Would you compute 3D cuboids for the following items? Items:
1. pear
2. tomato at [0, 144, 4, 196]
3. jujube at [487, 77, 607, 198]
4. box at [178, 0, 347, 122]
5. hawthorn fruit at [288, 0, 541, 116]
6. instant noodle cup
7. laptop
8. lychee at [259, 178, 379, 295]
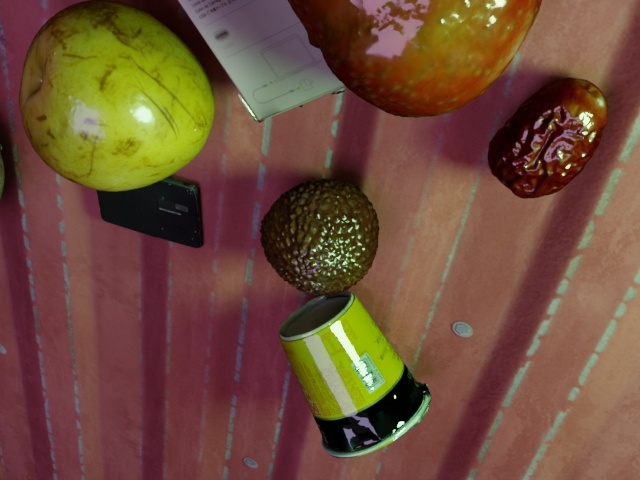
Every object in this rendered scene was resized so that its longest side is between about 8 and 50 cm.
[{"bbox_3d":[-0.298,-0.206,1.342,0.281,0.280,0.280,15,133,17],"label":"pear"},{"bbox_3d":[-0.737,-0.122,1.659,0.317,0.282,0.316,10,140,8],"label":"tomato"},{"bbox_3d":[0.295,-0.131,1.185,0.112,0.109,0.176,10,140,-26],"label":"jujube"},{"bbox_3d":[-0.058,-0.307,1.229,0.203,0.106,0.251,-16,119,39],"label":"box"},{"bbox_3d":[0.132,-0.299,1.024,0.330,0.287,0.287,-32,108,34],"label":"hawthorn fruit"},{"bbox_3d":[0.047,0.220,1.576,0.216,0.215,0.236,-16,111,38],"label":"instant noodle cup"},{"bbox_3d":[-0.308,-0.064,1.636,0.207,0.026,0.153,17,133,15],"label":"laptop"},{"bbox_3d":[0.004,-0.004,1.411,0.195,0.194,0.194,15,133,17],"label":"lychee"}]
